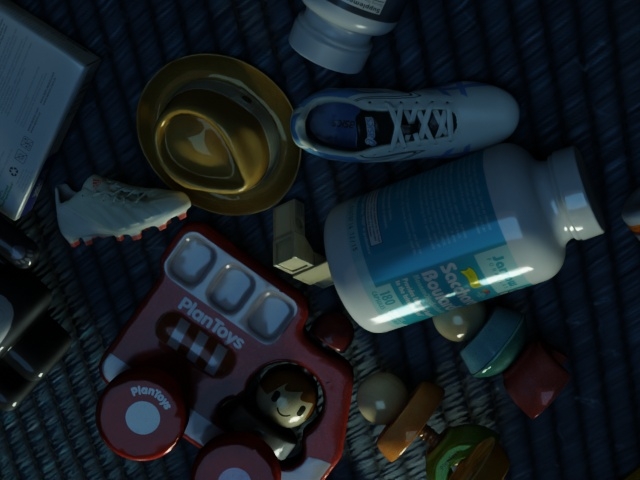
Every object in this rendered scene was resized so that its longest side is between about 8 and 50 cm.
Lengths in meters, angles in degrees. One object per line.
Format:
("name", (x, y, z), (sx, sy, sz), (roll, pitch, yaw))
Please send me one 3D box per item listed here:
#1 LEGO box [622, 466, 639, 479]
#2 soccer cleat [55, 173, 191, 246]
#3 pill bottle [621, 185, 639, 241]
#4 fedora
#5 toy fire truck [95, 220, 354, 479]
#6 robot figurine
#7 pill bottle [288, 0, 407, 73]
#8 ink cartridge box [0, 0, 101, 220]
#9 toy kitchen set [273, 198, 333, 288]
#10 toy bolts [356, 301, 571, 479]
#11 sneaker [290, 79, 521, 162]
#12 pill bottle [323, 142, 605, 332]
("LEGO box", (0.474, 0.419, 1.160), (0.372, 0.193, 0.500), (39, 116, -5))
("soccer cleat", (-0.229, -0.040, 1.194), (0.196, 0.068, 0.076), (-8, 106, 37))
("pill bottle", (0.377, 0.006, 1.068), (0.086, 0.086, 0.152), (-35, 100, 24))
("fedora", (-0.117, -0.104, 1.150), (0.194, 0.079, 0.194), (5, 114, 12))
("toy fire truck", (-0.094, 0.156, 1.223), (0.302, 0.169, 0.254), (35, 98, -3))
("robot figurine", (-0.430, 0.071, 1.256), (0.278, 0.173, 0.209), (41, 73, -6))
("pill bottle", (0.039, -0.259, 1.029), (0.108, 0.108, 0.180), (27, 117, 2))
("ink cartridge box", (-0.389, -0.170, 1.209), (0.224, 0.045, 0.223), (33, 116, 0))
("toy kitchen set", (0.000, 0.000, 1.187), (0.068, 0.075, 0.083), (-23, 145, 35))
("toy bolts", (0.142, 0.166, 1.147), (0.158, 0.218, 0.228), (39, 98, 3))
("sneaker", (0.084, -0.116, 1.091), (0.237, 0.086, 0.085), (-2, 110, 13))
("pill bottle", (0.147, -0.009, 1.086), (0.264, 0.146, 0.146), (-20, 106, 21))
